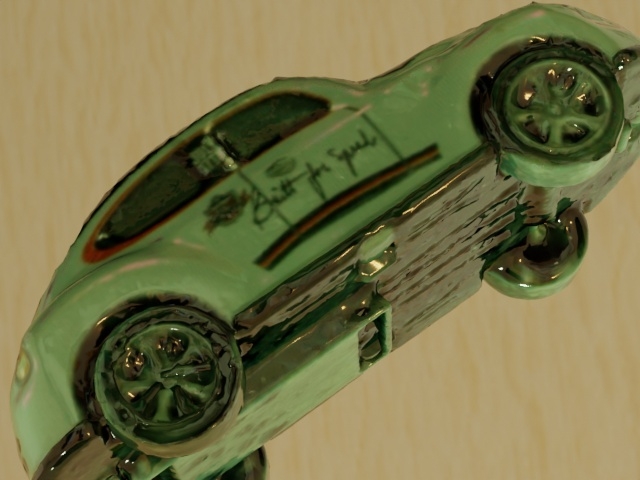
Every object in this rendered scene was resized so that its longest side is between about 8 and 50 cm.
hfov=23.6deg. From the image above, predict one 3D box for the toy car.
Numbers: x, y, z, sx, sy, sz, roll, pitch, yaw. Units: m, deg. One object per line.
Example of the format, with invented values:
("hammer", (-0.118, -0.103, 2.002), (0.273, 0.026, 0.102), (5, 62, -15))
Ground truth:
("toy car", (0.000, 0.000, 0.613), (0.306, 0.125, 0.136), (-37, 159, -13))
